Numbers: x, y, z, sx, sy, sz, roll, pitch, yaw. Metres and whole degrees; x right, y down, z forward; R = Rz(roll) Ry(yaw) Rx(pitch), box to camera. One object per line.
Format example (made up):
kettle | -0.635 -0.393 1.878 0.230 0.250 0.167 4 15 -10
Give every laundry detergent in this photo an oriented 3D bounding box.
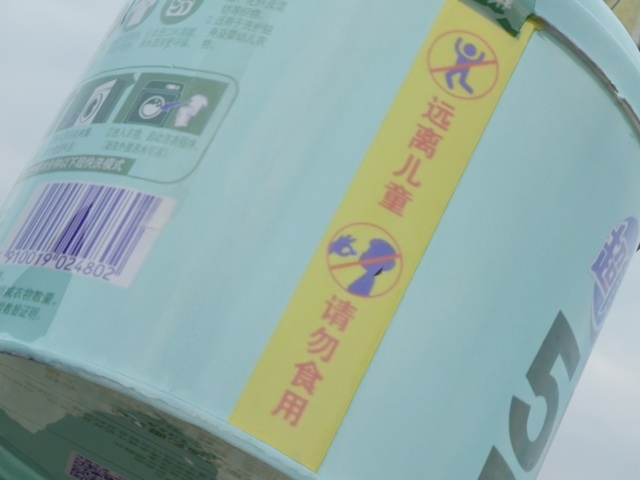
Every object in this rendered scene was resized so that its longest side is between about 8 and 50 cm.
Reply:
laundry detergent | 0.000 0.000 0.867 0.287 0.305 0.287 23 -24 11

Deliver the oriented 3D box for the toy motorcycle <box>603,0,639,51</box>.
toy motorcycle | 0.114 -0.139 1.145 0.340 0.223 0.108 -11 -12 1
